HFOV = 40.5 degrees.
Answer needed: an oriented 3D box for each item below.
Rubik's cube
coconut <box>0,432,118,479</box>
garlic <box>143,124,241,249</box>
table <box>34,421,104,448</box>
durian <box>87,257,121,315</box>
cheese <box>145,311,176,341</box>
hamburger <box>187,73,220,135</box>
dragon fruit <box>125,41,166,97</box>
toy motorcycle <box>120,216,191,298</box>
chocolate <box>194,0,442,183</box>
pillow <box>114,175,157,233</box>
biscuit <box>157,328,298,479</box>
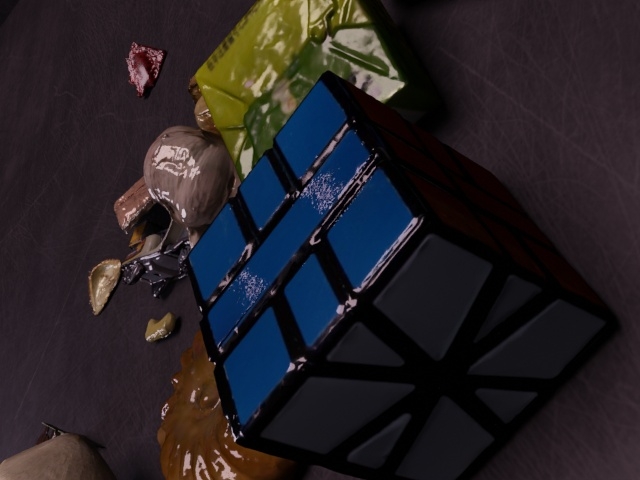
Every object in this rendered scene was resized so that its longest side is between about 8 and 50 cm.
[{"bbox_3d":[0.066,0.053,0.888,0.288,0.293,0.283,-53,34,20],"label":"Rubik's cube"},{"bbox_3d":[-0.411,0.431,1.339,0.237,0.237,0.266,13,85,55],"label":"coconut"},{"bbox_3d":[-0.181,-0.063,1.365,0.218,0.218,0.212,33,110,56],"label":"garlic"},{"bbox_3d":[-0.475,0.422,1.575,0.175,0.062,0.146,3,71,53],"label":"table"},{"bbox_3d":[-0.441,0.089,1.774,0.066,0.052,0.130,30,99,17],"label":"durian"},{"bbox_3d":[-0.276,0.149,1.509,0.083,0.030,0.044,-31,53,48],"label":"cheese"},{"bbox_3d":[-0.139,-0.266,1.500,0.262,0.131,0.124,-15,58,43],"label":"hamburger"},{"bbox_3d":[-0.420,-0.397,2.014,0.097,0.063,0.131,0,69,54],"label":"dragon fruit"},{"bbox_3d":[-0.264,0.009,1.530,0.263,0.091,0.157,-21,49,49],"label":"toy motorcycle"},{"bbox_3d":[-0.008,-0.213,1.226,0.301,0.137,0.289,-42,60,28],"label":"chocolate"},{"bbox_3d":[-0.347,-0.082,1.676,0.126,0.043,0.232,-41,18,-5],"label":"pillow"},{"bbox_3d":[-0.126,0.229,1.202,0.326,0.107,0.326,-35,43,41],"label":"biscuit"}]
